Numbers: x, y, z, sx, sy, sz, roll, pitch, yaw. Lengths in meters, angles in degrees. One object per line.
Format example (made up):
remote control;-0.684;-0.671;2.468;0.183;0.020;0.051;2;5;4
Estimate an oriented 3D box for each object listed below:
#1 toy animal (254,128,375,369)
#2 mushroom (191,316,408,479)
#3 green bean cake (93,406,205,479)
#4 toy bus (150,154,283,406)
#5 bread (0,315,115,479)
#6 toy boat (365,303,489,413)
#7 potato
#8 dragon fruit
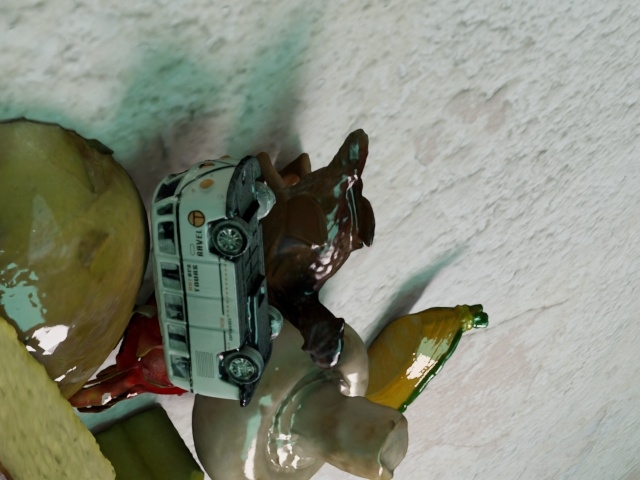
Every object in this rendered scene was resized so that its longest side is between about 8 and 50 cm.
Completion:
toy animal;0.000;0.000;0.895;0.089;0.179;0.188;-5;150;-35
mushroom;-0.018;0.175;1.105;0.206;0.209;0.206;-59;176;-6
green bean cake;-0.230;0.309;1.117;0.233;0.124;0.236;-22;146;-27
toy bus;-0.083;0.028;0.857;0.087;0.089;0.194;-65;156;-60
bread;-0.322;0.176;0.718;0.333;0.143;0.323;-10;147;3
toy boat;0.107;0.147;1.302;0.088;0.089;0.229;14;131;-30
potato;-0.214;0.052;0.818;0.239;0.116;0.299;-29;150;-25
dragon fruit;-0.152;0.107;0.981;0.190;0.094;0.094;-39;150;13
